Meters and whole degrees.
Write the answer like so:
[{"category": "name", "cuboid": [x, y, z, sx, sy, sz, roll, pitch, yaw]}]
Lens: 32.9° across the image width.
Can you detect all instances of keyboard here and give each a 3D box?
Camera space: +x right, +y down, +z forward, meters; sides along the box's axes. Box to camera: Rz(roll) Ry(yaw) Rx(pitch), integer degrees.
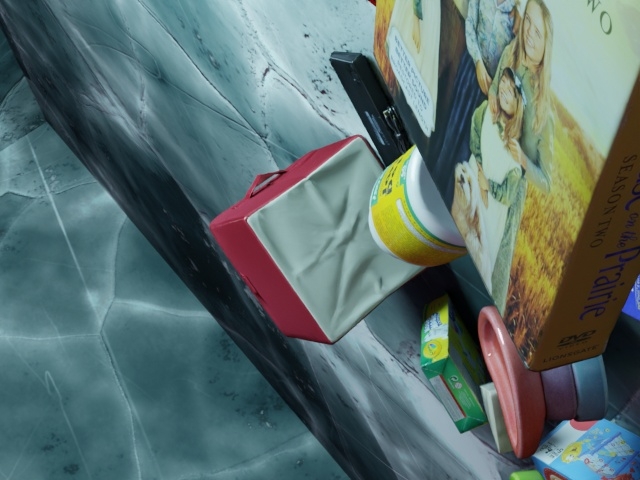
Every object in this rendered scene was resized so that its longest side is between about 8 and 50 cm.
[{"category": "keyboard", "cuboid": [0.073, -0.124, 1.177, 0.180, 0.023, 0.108, 59, 170, -23]}]

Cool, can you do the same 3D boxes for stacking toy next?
[{"category": "stacking toy", "cuboid": [0.259, 0.212, 1.087, 0.279, 0.130, 0.308, 77, 180, -68]}]

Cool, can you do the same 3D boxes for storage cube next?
[{"category": "storage cube", "cuboid": [0.000, 0.000, 1.355, 0.215, 0.184, 0.193, 56, 164, -9]}]

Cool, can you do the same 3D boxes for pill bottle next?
[{"category": "pill bottle", "cuboid": [0.115, -0.037, 1.060, 0.117, 0.118, 0.208, 53, 166, 0]}]

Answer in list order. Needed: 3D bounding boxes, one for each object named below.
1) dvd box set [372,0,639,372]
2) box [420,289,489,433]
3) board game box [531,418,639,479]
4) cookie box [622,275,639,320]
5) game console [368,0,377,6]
[{"category": "dvd box set", "cuboid": [0.115, -0.152, 0.611, 0.420, 0.062, 0.307, 91, 161, -57]}, {"category": "box", "cuboid": [0.162, 0.140, 1.314, 0.105, 0.043, 0.179, 59, -161, -17]}, {"category": "board game box", "cuboid": [0.397, 0.360, 1.152, 0.302, 0.086, 0.308, 60, 164, -23]}, {"category": "cookie box", "cuboid": [0.279, 0.029, 0.828, 0.107, 0.040, 0.091, 33, 141, 50]}, {"category": "game console", "cuboid": [0.090, -0.225, 0.919, 0.124, 0.085, 0.144, 23, -166, -49]}]
